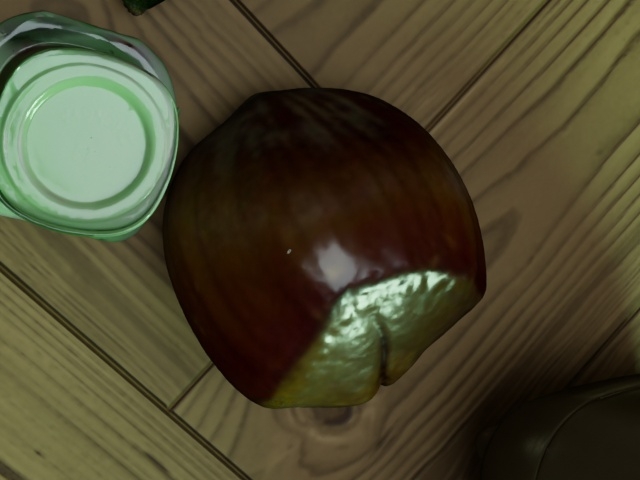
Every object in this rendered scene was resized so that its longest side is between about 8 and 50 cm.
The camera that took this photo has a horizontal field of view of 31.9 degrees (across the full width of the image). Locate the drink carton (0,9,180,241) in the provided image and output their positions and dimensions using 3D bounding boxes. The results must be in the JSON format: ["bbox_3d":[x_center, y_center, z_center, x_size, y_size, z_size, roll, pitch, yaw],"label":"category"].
[{"bbox_3d":[-0.155,-0.069,0.712,0.146,0.142,0.144,14,94,-19],"label":"drink carton"}]

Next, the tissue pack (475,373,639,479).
[{"bbox_3d":[0.261,0.292,0.853,0.267,0.277,0.387,-9,103,-24],"label":"tissue pack"}]

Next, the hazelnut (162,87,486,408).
[{"bbox_3d":[0.000,0.001,0.772,0.212,0.181,0.181,-24,135,-12],"label":"hazelnut"}]

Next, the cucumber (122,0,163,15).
[{"bbox_3d":[-0.057,-0.268,0.747,0.077,0.077,0.265,42,86,-20],"label":"cucumber"}]
